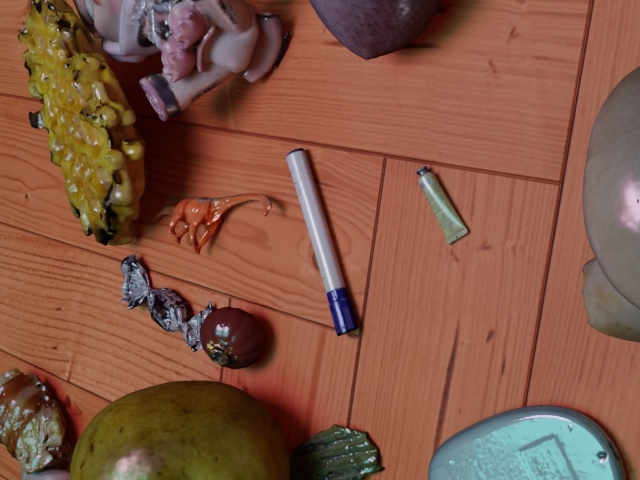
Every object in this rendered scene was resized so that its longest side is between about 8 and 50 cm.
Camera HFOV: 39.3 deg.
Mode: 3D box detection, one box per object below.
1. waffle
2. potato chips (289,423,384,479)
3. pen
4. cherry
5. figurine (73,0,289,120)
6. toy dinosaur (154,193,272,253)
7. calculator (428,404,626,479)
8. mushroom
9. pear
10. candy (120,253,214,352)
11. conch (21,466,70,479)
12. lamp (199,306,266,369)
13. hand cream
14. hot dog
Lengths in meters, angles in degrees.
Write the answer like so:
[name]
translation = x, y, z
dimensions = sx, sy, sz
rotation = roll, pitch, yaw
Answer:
[waffle]
translation = -0.377, -0.190, 1.413
dimensions = 0.382, 0.095, 0.380
rotation = 61, 155, 13
[potato chips]
translation = -0.002, 0.319, 1.261
dimensions = 0.207, 0.028, 0.092
rotation = -32, 71, 33
[pen]
translation = 0.001, 0.000, 1.243
dimensions = 0.033, 0.033, 0.269
rotation = -25, 76, 36
[cherry]
translation = 0.064, -0.352, 1.083
dimensions = 0.213, 0.183, 0.266
rotation = 35, 127, 48
[figurine]
translation = -0.239, -0.353, 1.310
dimensions = 0.361, 0.211, 0.253
rotation = 44, 115, 27
[toy dinosaur]
translation = -0.178, -0.033, 1.369
dimensions = 0.279, 0.055, 0.101
rotation = 10, 75, 41
[calculator]
translation = 0.223, 0.304, 1.068
dimensions = 0.295, 0.042, 0.184
rotation = -36, 70, 33
[mushroom]
translation = 0.352, -0.022, 0.848
dimensions = 0.293, 0.292, 0.290
rotation = 68, 155, 15
[pear]
translation = -0.193, 0.337, 1.254
dimensions = 0.303, 0.304, 0.304
rotation = 2, 93, 39
[candy]
translation = -0.252, 0.099, 1.438
dimensions = 0.226, 0.051, 0.094
rotation = 32, 108, 34
[conch]
translation = -0.490, 0.458, 1.616
dimensions = 0.176, 0.104, 0.094
rotation = -4, 68, 41
[lamp]
translation = -0.129, 0.143, 1.315
dimensions = 0.101, 0.090, 0.101
rotation = 12, 132, 14
[hand cream]
translation = 0.150, -0.046, 1.131
dimensions = 0.035, 0.022, 0.102
rotation = -35, 76, 34
[hot dog]
translation = -0.534, 0.330, 1.646
dimensions = 0.213, 0.103, 0.146
rotation = 38, 95, 25
